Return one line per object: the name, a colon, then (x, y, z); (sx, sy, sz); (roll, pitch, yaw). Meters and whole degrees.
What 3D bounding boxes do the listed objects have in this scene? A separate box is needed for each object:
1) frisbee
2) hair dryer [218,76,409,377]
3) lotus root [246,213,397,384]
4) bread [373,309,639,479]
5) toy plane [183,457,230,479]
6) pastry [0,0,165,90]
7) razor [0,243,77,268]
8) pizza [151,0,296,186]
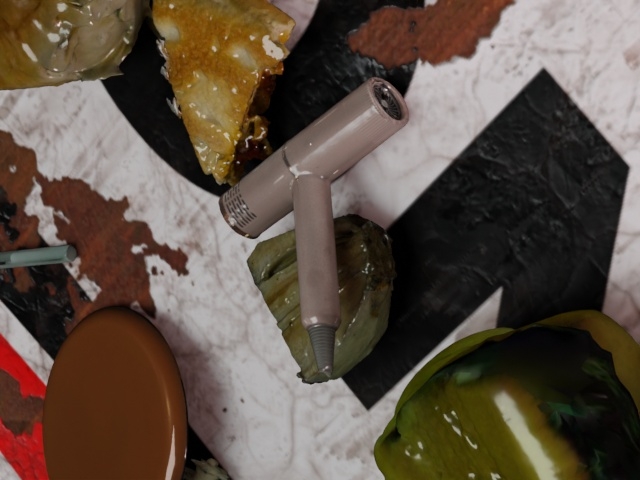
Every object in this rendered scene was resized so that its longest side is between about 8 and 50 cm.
frisbee: (-0.213, 0.191, 1.844); (0.251, 0.021, 0.250); (-2, 87, 49)
hair dryer: (0.009, -0.004, 1.553); (0.195, 0.054, 0.220); (-38, 49, 31)
lotus root: (0.019, 0.042, 1.634); (0.144, 0.070, 0.143); (-37, 64, 39)
bread: (0.219, 0.233, 1.468); (0.376, 0.208, 0.251); (55, 138, 6)
toy plane: (-0.079, 0.295, 1.811); (0.286, 0.092, 0.108); (29, 98, 28)
pastry: (-0.291, -0.289, 1.693); (0.330, 0.136, 0.329); (16, 118, 34)
razor: (-0.340, 0.020, 1.923); (0.211, 0.036, 0.084); (-4, 108, 39)
pizza: (-0.076, -0.139, 1.638); (0.154, 0.069, 0.193); (20, 125, 30)
